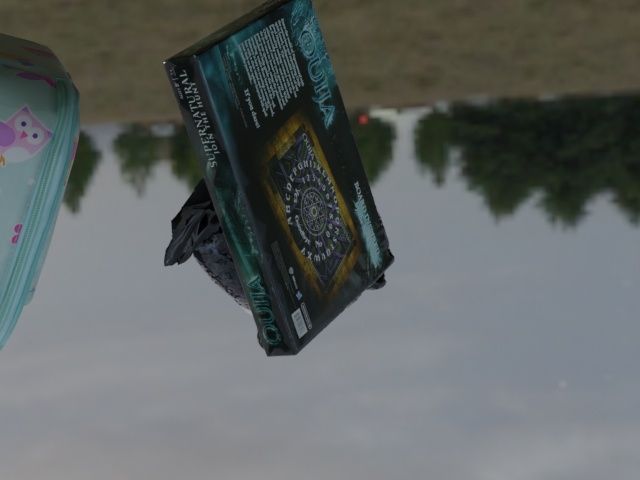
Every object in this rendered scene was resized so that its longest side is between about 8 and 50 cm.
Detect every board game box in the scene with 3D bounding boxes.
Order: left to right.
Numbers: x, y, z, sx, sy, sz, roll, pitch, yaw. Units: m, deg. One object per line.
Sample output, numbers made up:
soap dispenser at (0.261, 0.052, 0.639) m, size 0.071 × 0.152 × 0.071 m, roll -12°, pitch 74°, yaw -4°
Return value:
board game box at (-0.020, -0.042, 0.980) m, size 0.026 × 0.186 × 0.126 m, roll -5°, pitch -159°, yaw 35°

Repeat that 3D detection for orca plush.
orca plush at (0.000, 0.000, 1.181) m, size 0.102 × 0.151 × 0.287 m, roll 9°, pitch 164°, yaw 21°

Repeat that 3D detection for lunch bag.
lunch bag at (-0.268, -0.043, 1.271) m, size 0.107 × 0.224 × 0.279 m, roll 13°, pitch -169°, yaw -19°
